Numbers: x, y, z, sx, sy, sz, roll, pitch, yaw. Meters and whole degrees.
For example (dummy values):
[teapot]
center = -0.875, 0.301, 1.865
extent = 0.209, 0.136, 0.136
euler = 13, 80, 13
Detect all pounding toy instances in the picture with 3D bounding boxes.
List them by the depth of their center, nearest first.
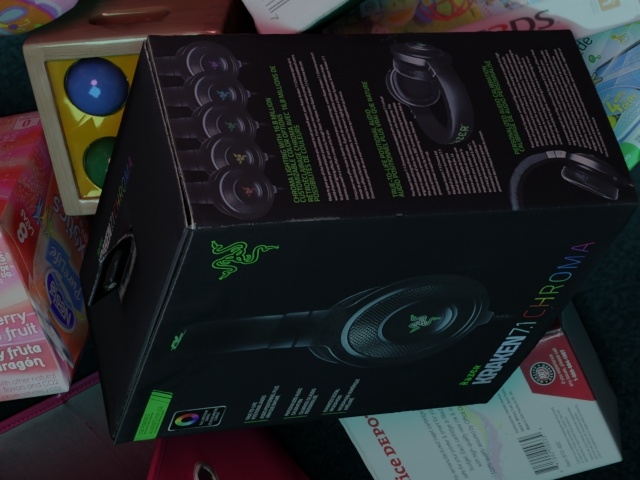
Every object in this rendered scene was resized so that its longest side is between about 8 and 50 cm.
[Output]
[pounding toy]
center = -0.089, -0.125, 0.996
extent = 0.181, 0.094, 0.206
euler = -3, 123, 9

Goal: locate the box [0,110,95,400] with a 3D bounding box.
[box]
center = -0.315, 0.028, 1.088
extent = 0.300, 0.154, 0.142
euler = -9, 122, 13

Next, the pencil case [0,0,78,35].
[pencil case]
center = -0.247, -0.212, 0.870
extent = 0.124, 0.124, 0.284
euler = -29, 151, 23

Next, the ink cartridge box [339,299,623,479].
[ink cartridge box]
center = 0.114, 0.116, 1.144
extent = 0.175, 0.072, 0.127
euler = -18, 120, 18

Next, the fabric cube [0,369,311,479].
[fabric cube]
center = -0.141, 0.275, 1.171
extent = 0.259, 0.254, 0.258
euler = -28, 116, 22

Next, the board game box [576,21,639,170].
[board game box]
center = 0.200, -0.151, 0.973
extent = 0.136, 0.035, 0.201
euler = 32, 118, -14

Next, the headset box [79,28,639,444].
[headset box]
center = 0.000, 0.000, 0.944
extent = 0.283, 0.131, 0.246
euler = -3, 148, -22

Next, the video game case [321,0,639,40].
[video game case]
center = 0.070, -0.202, 0.936
extent = 0.193, 0.023, 0.212
euler = -16, 108, 20

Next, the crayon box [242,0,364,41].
[crayon box]
center = 0.055, -0.273, 0.838
extent = 0.323, 0.083, 0.203
euler = -31, 93, 28
